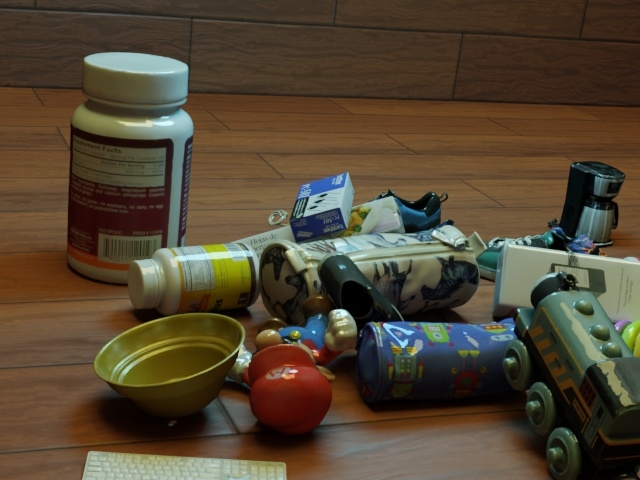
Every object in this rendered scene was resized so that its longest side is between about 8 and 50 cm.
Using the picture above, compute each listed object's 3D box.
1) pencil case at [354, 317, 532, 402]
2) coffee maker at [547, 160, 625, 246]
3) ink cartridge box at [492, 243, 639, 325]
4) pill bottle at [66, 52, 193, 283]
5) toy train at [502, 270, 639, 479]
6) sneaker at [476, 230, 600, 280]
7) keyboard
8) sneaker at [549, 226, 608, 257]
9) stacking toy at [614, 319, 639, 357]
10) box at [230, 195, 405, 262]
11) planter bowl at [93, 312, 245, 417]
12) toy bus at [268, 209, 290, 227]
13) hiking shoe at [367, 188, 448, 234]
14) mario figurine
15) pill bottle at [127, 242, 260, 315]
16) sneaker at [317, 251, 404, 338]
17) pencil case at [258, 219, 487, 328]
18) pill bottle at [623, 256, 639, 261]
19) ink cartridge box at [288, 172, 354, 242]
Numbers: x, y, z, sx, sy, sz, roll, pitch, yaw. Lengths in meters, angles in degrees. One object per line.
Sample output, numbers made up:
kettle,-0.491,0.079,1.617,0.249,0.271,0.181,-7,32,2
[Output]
pencil case,0.200,0.179,1.718,0.306,0.119,0.133,-1,39,-21
coffee maker,0.615,-0.093,2.581,0.171,0.178,0.120,19,21,32
ink cartridge box,0.450,0.092,1.967,0.273,0.114,0.198,8,-10,6
pill bottle,-0.352,-0.137,2.045,0.224,0.392,0.224,6,18,-2
toy train,0.368,0.195,1.544,0.142,0.190,0.334,1,38,-18
sneaker,0.428,0.028,2.245,0.302,0.121,0.108,15,20,25
keyboard,-0.171,0.299,1.408,0.256,0.014,0.072,4,19,-6
sneaker,0.556,0.034,2.325,0.221,0.087,0.083,20,24,36
stacking toy,0.523,0.189,1.810,0.302,0.175,0.166,4,6,40
box,-0.005,-0.005,2.066,0.324,0.063,0.067,-16,-16,10
planter bowl,-0.206,0.190,1.568,0.217,0.090,0.217,-8,21,3
toy bus,0.005,0.006,2.192,0.191,0.104,0.202,-25,37,15
hiking shoe,0.115,-0.051,2.358,0.304,0.132,0.113,0,20,-18
mario figurine,-0.050,0.152,1.618,0.170,0.198,0.320,24,14,-4
pill bottle,-0.219,0.068,1.914,0.215,0.117,0.117,-4,21,-29
sneaker,0.077,0.126,1.761,0.083,0.222,0.118,-39,24,4
pencil case,0.089,0.058,1.942,0.410,0.183,0.160,-6,49,-34
pill bottle,0.682,0.090,2.171,0.180,0.107,0.108,4,19,-10
ink cartridge box,0.004,-0.062,2.011,0.097,0.046,0.207,-15,18,11
